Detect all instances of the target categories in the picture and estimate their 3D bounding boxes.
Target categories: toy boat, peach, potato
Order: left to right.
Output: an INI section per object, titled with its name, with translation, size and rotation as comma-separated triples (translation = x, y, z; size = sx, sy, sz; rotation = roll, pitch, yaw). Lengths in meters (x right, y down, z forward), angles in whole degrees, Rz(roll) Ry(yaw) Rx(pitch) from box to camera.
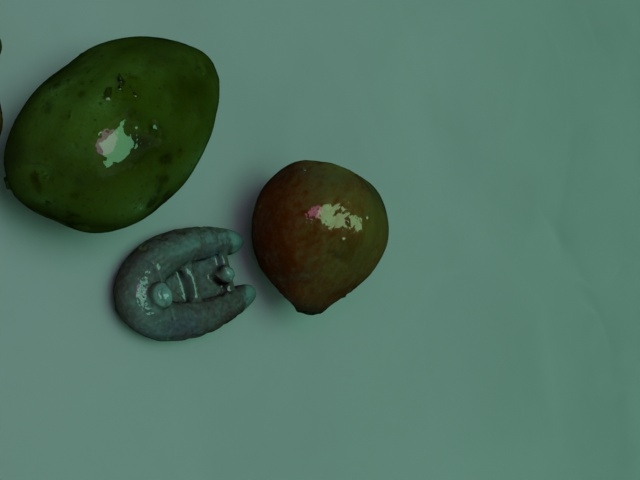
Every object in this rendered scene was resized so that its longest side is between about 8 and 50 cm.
[potato]
translation = -0.253, -0.137, 1.123
size = 0.216, 0.215, 0.304
rotation = 57, 44, -21
[toy boat]
translation = -0.180, 0.059, 1.245
size = 0.227, 0.085, 0.155
rotation = -15, 95, -43
[peach]
translation = 0.000, 0.000, 1.341
size = 0.232, 0.232, 0.233
rotation = 7, 79, -42

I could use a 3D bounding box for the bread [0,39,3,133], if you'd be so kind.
[bread]
translation = -0.440, -0.176, 1.059
size = 0.149, 0.065, 0.188
rotation = 46, 52, -41
